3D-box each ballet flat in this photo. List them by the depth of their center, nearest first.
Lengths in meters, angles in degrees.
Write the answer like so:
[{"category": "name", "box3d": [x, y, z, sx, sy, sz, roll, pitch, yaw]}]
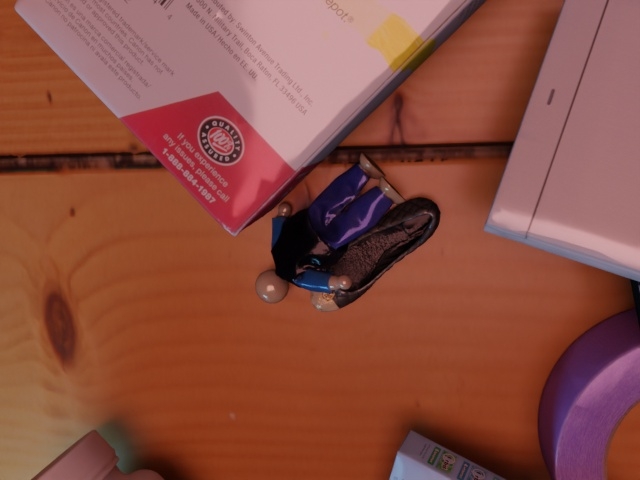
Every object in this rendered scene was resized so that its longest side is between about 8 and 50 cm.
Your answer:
[{"category": "ballet flat", "box3d": [0.052, 0.015, 0.613, 0.173, 0.049, 0.057, -42, 89, 14]}]

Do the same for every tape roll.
[{"category": "tape roll", "box3d": [0.366, 0.204, 0.575, 0.274, 0.090, 0.275, 1, 100, 9]}]

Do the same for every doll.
[{"category": "doll", "box3d": [0.000, 0.000, 0.611, 0.189, 0.046, 0.129, -43, 60, 14]}]

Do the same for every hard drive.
[{"category": "hard drive", "box3d": [0.339, -0.062, 0.453, 0.352, 0.047, 0.233, 20, 84, 15]}]

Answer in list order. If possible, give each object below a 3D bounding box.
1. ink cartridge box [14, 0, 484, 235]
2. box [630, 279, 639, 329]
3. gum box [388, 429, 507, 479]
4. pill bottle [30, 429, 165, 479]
[{"category": "ink cartridge box", "box3d": [-0.024, -0.241, 0.524, 0.384, 0.160, 0.279, -43, 91, 14]}, {"category": "box", "box3d": [0.375, -0.046, 0.498, 0.216, 0.060, 0.270, -8, 78, 10]}, {"category": "gum box", "box3d": [0.153, 0.308, 0.608, 0.184, 0.041, 0.157, 22, 120, 21]}, {"category": "pill bottle", "box3d": [-0.211, 0.381, 0.658, 0.176, 0.176, 0.319, -38, 92, 14]}]
